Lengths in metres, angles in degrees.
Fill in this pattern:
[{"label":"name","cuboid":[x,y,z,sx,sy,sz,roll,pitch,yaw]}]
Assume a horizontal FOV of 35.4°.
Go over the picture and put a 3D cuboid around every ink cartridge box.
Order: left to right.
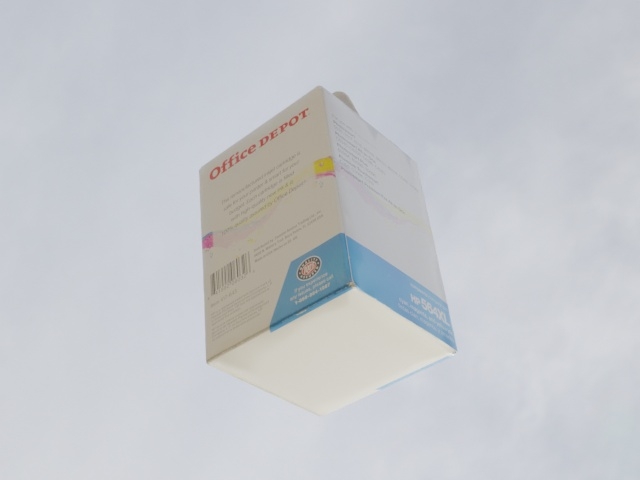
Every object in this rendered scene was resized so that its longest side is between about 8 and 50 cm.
[{"label":"ink cartridge box","cuboid":[0.000,0.000,0.523,0.092,0.090,0.143,-30,-133,28]}]
